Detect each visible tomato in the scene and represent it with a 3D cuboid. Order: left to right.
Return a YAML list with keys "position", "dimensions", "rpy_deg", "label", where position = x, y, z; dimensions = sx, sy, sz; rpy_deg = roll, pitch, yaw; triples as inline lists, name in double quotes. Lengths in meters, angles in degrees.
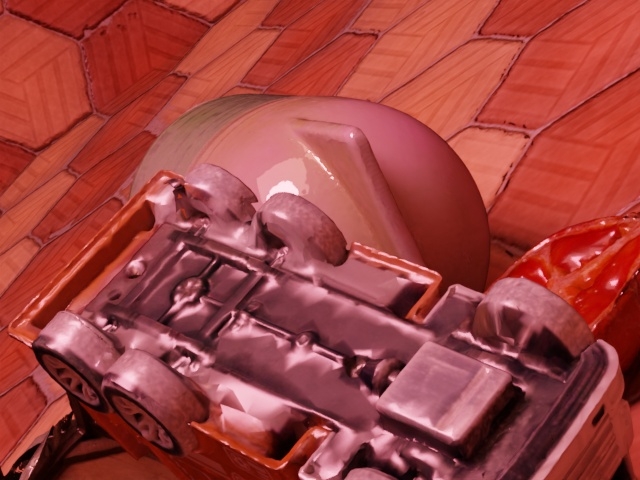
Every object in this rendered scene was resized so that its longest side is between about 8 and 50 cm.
- position: [0.173, 0.055, 1.086]
  dimensions: [0.156, 0.069, 0.155]
  rpy_deg: [-32, 23, 15]
  label: "tomato"

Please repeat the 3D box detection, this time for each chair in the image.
- position: [-0.168, 0.224, 1.285]
  dimensions: [0.186, 0.319, 0.160]
  rpy_deg: [19, 50, 16]
  label: "chair"

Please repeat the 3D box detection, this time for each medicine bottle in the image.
- position: [0.000, 0.000, 1.288]
  dimensions: [0.236, 0.235, 0.406]
  rpy_deg: [-44, 19, -11]
  label: "medicine bottle"

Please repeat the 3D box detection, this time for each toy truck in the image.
- position: [0.007, 0.107, 0.983]
  dimensions: [0.388, 0.207, 0.173]
  rpy_deg: [21, 60, 40]
  label: "toy truck"
